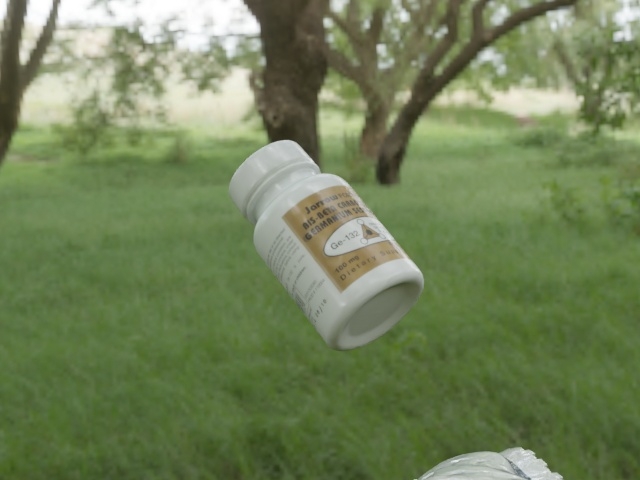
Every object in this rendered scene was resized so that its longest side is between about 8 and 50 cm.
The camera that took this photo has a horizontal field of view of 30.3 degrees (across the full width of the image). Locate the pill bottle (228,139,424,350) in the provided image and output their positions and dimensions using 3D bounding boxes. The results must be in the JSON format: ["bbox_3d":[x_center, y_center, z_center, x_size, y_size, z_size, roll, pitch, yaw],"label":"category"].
[{"bbox_3d":[0.000,0.000,1.329,0.131,0.229,0.131,-31,-26,-17],"label":"pill bottle"}]

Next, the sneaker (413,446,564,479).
[{"bbox_3d":[0.070,0.149,0.616,0.094,0.090,0.235,7,-11,-9],"label":"sneaker"}]
